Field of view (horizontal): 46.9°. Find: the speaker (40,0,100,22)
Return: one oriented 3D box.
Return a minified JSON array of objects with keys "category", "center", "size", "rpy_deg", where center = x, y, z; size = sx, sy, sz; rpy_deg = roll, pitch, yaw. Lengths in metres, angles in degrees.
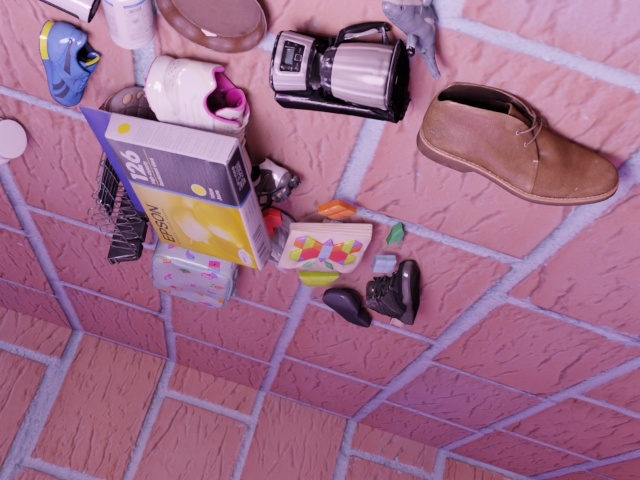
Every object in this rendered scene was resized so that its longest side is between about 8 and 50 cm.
[{"category":"speaker","center":[-0.396,-0.375,1.087],"size":[0.136,0.055,0.055],"rpy_deg":[23,154,-13]}]

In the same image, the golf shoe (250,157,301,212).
[{"category":"golf shoe","center":[-0.117,-0.107,1.447],"size":[0.094,0.077,0.198],"rpy_deg":[43,146,-13]}]

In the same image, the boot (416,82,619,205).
[{"category":"boot","center":[0.297,-0.139,1.076],"size":[0.305,0.112,0.115],"rpy_deg":[18,144,4]}]

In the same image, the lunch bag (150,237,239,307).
[{"category":"lunch bag","center":[-0.311,0.073,1.869],"size":[0.224,0.108,0.279],"rpy_deg":[15,157,-6]}]

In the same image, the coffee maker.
[{"category":"coffee maker","center":[0.030,-0.222,1.049],"size":[0.178,0.120,0.171],"rpy_deg":[11,155,14]}]

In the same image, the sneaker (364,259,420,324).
[{"category":"sneaker","center":[0.159,0.112,1.673],"size":[0.130,0.087,0.227],"rpy_deg":[14,153,13]}]

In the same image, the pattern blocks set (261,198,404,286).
[{"category":"pattern blocks set","center":[0.008,0.015,1.507],"size":[0.324,0.026,0.285],"rpy_deg":[-4,145,-3]}]

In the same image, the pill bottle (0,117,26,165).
[{"category":"pill bottle","center":[-0.714,-0.207,1.559],"size":[0.193,0.108,0.108],"rpy_deg":[0,150,33]}]

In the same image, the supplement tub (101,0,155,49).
[{"category":"supplement tub","center":[-0.279,-0.337,1.069],"size":[0.071,0.071,0.107],"rpy_deg":[17,155,0]}]

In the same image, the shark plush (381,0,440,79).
[{"category":"shark plush","center":[0.116,-0.269,0.960],"size":[0.073,0.067,0.161],"rpy_deg":[7,153,20]}]

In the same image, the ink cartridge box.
[{"category":"ink cartridge box","center":[-0.256,-0.086,1.296],"size":[0.307,0.072,0.304],"rpy_deg":[12,149,17]}]

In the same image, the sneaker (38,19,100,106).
[{"category":"sneaker","center":[-0.418,-0.288,1.260],"size":[0.082,0.069,0.209],"rpy_deg":[15,155,-3]}]

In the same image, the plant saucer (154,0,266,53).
[{"category":"plant saucer","center":[-0.153,-0.333,1.047],"size":[0.168,0.029,0.168],"rpy_deg":[14,153,7]}]

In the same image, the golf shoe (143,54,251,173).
[{"category":"golf shoe","center":[-0.173,-0.190,1.256],"size":[0.140,0.115,0.306],"rpy_deg":[1,151,24]}]

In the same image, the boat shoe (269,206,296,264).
[{"category":"boat shoe","center":[-0.212,-0.044,1.576],"size":[0.320,0.103,0.118],"rpy_deg":[21,154,-8]}]

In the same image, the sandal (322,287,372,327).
[{"category":"sandal","center":[0.071,0.160,1.882],"size":[0.097,0.054,0.254],"rpy_deg":[16,165,20]}]

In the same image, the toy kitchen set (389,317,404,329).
[{"category":"toy kitchen set","center":[0.189,0.156,1.811],"size":[0.068,0.075,0.083],"rpy_deg":[27,115,0]}]

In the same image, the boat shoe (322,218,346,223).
[{"category":"boat shoe","center":[0.000,0.000,1.588],"size":[0.059,0.063,0.170],"rpy_deg":[25,144,-9]}]

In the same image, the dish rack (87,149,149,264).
[{"category":"dish rack","center":[-0.408,-0.095,1.494],"size":[0.074,0.208,0.271],"rpy_deg":[1,152,6]}]

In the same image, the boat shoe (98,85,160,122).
[{"category":"boat shoe","center":[-0.285,-0.159,1.391],"size":[0.116,0.123,0.324],"rpy_deg":[-3,139,43]}]
